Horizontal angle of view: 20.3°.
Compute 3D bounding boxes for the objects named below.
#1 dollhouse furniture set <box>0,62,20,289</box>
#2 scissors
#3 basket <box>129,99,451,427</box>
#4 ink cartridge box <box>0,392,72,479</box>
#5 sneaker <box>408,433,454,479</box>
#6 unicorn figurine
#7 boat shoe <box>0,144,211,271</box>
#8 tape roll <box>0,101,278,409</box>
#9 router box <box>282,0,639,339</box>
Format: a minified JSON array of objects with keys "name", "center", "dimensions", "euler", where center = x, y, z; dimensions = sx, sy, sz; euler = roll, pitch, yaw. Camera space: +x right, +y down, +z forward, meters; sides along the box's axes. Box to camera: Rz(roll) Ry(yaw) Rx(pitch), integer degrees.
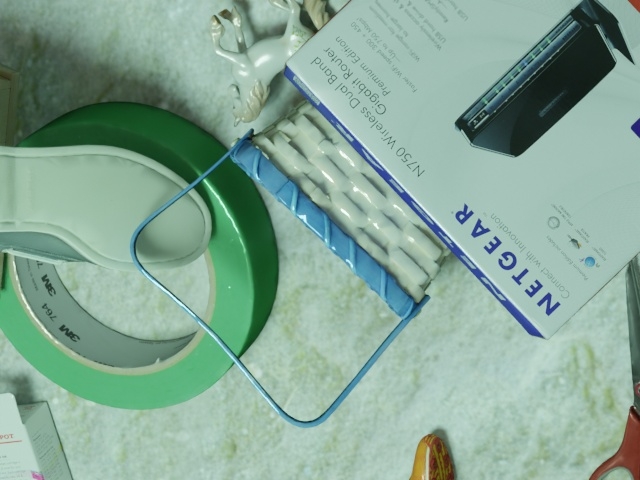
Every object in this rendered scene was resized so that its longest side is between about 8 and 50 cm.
[{"name":"dollhouse furniture set","center":[-0.491,-0.093,1.827],"dimensions":[0.303,0.198,0.286],"euler":[24,117,32]},{"name":"scissors","center":[0.330,0.163,1.762],"dimensions":[0.109,0.021,0.297],"euler":[13,114,18]},{"name":"basket","center":[0.000,0.000,1.694],"dimensions":[0.289,0.201,0.255],"euler":[-43,91,-5]},{"name":"ink cartridge box","center":[-0.351,0.246,2.028],"dimensions":[0.104,0.061,0.181],"euler":[-8,108,23]},{"name":"sneaker","center":[0.100,0.282,1.872],"dimensions":[0.067,0.064,0.175],"euler":[14,113,26]},{"name":"unicorn figurine","center":[-0.058,-0.182,1.745],"dimensions":[0.162,0.060,0.111],"euler":[-24,100,27]},{"name":"boat shoe","center":[-0.260,-0.035,1.716],"dimensions":[0.099,0.319,0.116],"euler":[-3,80,60]},{"name":"tape roll","center":[-0.206,0.018,1.874],"dimensions":[0.321,0.077,0.321],"euler":[7,114,17]},{"name":"router box","center":[0.188,-0.133,1.578],"dimensions":[0.301,0.082,0.335],"euler":[-44,92,-3]}]
